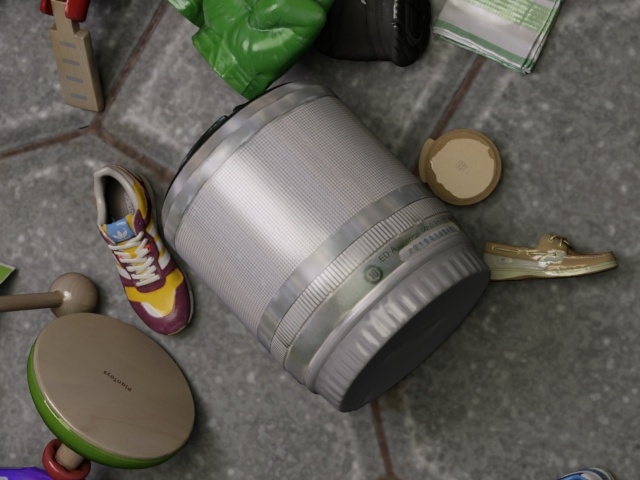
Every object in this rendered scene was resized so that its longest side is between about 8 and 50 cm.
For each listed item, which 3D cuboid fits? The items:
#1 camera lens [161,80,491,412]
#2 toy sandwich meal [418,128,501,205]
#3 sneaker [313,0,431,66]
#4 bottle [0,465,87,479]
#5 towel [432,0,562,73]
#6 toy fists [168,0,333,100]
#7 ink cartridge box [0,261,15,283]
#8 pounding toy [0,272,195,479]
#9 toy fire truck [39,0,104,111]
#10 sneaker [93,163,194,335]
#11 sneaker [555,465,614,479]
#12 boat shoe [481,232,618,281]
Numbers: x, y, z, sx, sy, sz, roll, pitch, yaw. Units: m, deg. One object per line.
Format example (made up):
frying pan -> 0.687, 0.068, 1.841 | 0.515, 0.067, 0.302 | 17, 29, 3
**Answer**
camera lens -> 0.000, 0.000, 1.845 | 0.219, 0.219, 0.274 | -46, 74, 7
toy sandwich meal -> 0.140, -0.072, 1.914 | 0.086, 0.029, 0.085 | -1, 83, 11
sneaker -> 0.041, -0.316, 1.933 | 0.130, 0.109, 0.286 | -1, 80, 26
bottle -> -0.313, 0.290, 1.971 | 0.283, 0.092, 0.118 | -3, 86, 16
towel -> 0.190, -0.255, 1.920 | 0.113, 0.023, 0.152 | 26, 91, 16
toy fists -> -0.083, -0.264, 1.911 | 0.142, 0.096, 0.279 | -46, 41, 10
ink cartridge box -> -0.458, 0.111, 2.013 | 0.189, 0.097, 0.255 | 18, 45, 21
pounding toy -> -0.248, 0.157, 1.947 | 0.237, 0.183, 0.110 | 50, 124, 15
toy fire truck -> -0.290, -0.275, 2.006 | 0.217, 0.158, 0.246 | 15, 92, 38
sneaker -> -0.190, 0.011, 1.970 | 0.070, 0.084, 0.185 | -26, 77, 12
sneaker -> 0.214, 0.262, 1.840 | 0.144, 0.059, 0.053 | -35, 78, 11
boat shoe -> 0.221, 0.015, 1.869 | 0.135, 0.050, 0.045 | -4, 89, 16
